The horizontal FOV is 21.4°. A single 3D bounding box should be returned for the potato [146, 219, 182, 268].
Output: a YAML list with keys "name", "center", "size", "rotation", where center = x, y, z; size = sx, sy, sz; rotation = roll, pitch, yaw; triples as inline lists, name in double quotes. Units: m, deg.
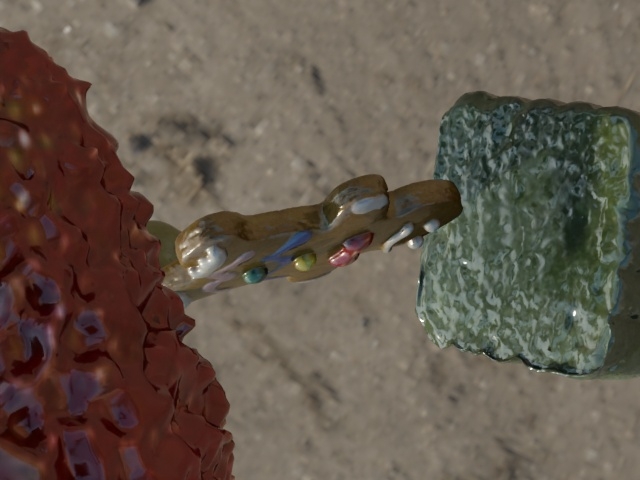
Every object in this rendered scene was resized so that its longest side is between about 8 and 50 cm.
- name: "potato"
  center: [-0.216, 0.056, 1.921]
  size: [0.157, 0.194, 0.157]
  rotation: [23, 146, 17]

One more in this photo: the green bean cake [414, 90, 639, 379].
- name: "green bean cake"
  center: [0.161, -0.002, 1.176]
  size: [0.183, 0.094, 0.185]
  rotation: [11, 90, 46]

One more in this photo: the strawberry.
- name: "strawberry"
  center: [-0.153, 0.059, 0.631]
  size: [0.138, 0.233, 0.306]
  rotation: [-144, 34, -67]

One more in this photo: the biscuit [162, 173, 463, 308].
- name: "biscuit"
  center: [0.000, 0.000, 1.049]
  size: [0.031, 0.205, 0.138]
  rotation: [68, 152, 16]
